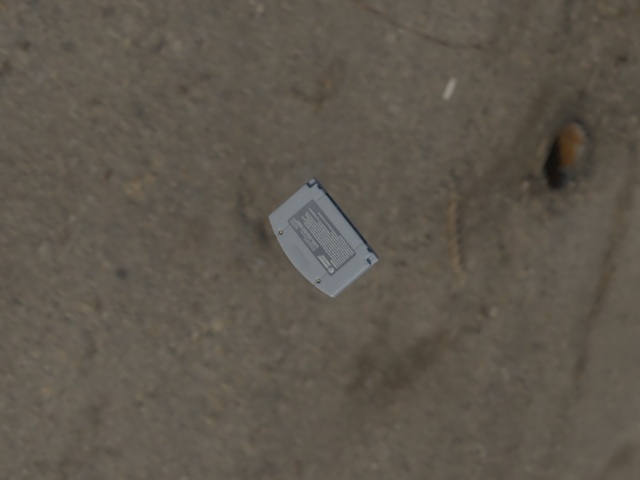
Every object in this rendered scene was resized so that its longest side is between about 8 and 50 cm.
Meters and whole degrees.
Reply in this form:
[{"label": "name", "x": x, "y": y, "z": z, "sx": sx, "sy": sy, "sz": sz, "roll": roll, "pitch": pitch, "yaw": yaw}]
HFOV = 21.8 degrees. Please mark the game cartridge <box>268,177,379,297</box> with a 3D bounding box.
[{"label": "game cartridge", "x": 0.000, "y": 0.000, "z": 1.286, "sx": 0.056, "sy": 0.083, "sz": 0.017, "roll": -39, "pitch": 167, "yaw": 8}]
